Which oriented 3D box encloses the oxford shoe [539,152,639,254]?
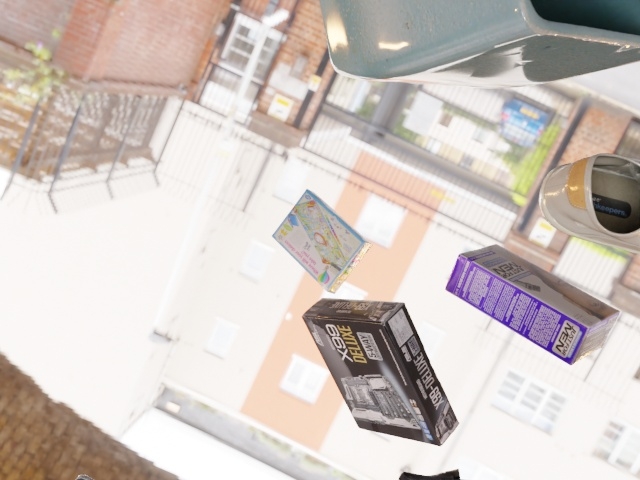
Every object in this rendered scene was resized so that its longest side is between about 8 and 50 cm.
[{"bbox_3d":[0.569,-0.041,1.330,0.450,0.169,0.130,10,166,-7],"label":"oxford shoe"}]

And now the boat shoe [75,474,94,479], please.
[{"bbox_3d":[-0.547,0.630,2.069,0.142,0.049,0.040,49,-166,3],"label":"boat shoe"}]

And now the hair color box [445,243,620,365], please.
[{"bbox_3d":[0.476,0.135,1.932,0.339,0.110,0.185,33,-153,30],"label":"hair color box"}]

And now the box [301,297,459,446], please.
[{"bbox_3d":[0.121,0.263,1.747,0.242,0.307,0.076,0,-148,48],"label":"box"}]

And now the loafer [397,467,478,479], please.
[{"bbox_3d":[0.274,0.515,1.789,0.223,0.078,0.076,10,154,16],"label":"loafer"}]

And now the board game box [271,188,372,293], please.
[{"bbox_3d":[0.000,0.000,1.404,0.154,0.103,0.026,44,-168,32],"label":"board game box"}]

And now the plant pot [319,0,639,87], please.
[{"bbox_3d":[0.129,-0.256,0.778,0.248,0.247,0.252,-7,175,-43],"label":"plant pot"}]
